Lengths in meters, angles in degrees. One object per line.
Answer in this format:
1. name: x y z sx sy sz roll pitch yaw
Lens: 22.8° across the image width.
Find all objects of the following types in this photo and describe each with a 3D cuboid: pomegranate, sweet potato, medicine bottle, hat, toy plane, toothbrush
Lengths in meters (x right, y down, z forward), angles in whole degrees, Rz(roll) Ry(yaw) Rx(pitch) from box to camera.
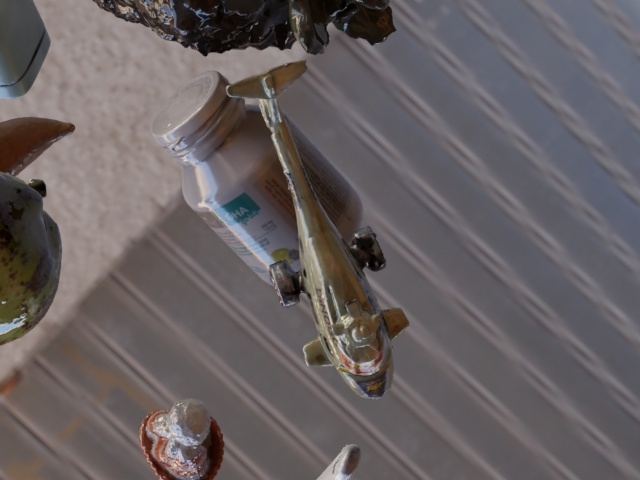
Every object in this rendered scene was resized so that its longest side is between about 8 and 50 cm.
1. pomegranate: -0.395 0.043 1.683 0.204 0.276 0.222 -12 128 31
2. sweet potato: -0.478 -0.059 2.050 0.106 0.354 0.095 29 151 37
3. medicine bottle: -0.067 -0.064 1.591 0.215 0.135 0.135 46 174 -26
4. hat: -0.158 0.223 1.809 0.112 0.093 0.162 52 167 15
5. toy plane: 0.000 0.000 1.205 0.108 0.092 0.286 -119 9 -72
6. toothbrush: -0.018 0.257 1.403 0.040 0.042 0.418 28 152 -2

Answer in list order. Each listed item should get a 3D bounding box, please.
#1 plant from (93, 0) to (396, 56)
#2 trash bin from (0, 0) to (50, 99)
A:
1. plant: -0.067 -0.282 1.519 0.312 0.213 0.215 16 -163 36
2. trash bin: -0.371 -0.250 1.845 0.059 0.116 0.130 -1 137 16
